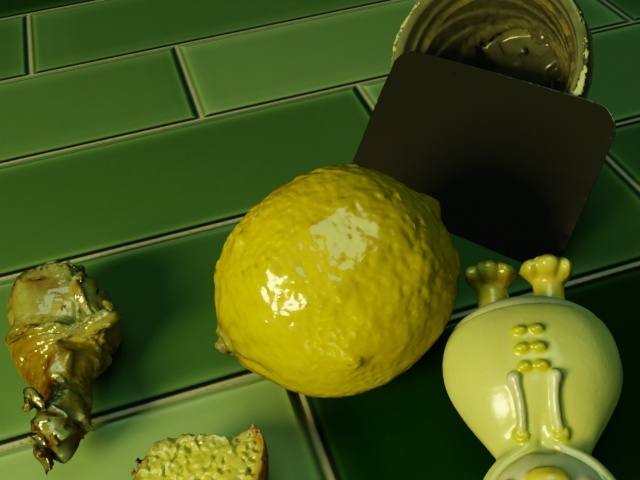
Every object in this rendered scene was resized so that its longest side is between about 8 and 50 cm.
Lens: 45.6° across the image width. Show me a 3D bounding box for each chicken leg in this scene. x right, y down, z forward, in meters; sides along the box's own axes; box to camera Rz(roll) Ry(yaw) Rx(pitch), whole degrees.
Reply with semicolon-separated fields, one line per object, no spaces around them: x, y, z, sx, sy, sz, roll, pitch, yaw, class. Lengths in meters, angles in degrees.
-0.228;0.101;0.688;0.103;0.088;0.228;-7;37;-21;chicken leg

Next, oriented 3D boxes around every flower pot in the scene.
0.212;-0.197;0.894;0.235;0.236;0.140;26;14;30;flower pot

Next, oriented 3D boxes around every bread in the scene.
-0.100;0.223;0.560;0.103;0.065;0.187;3;44;11;bread

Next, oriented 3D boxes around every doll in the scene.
0.169;0.138;0.584;0.141;0.117;0.296;-4;42;7;doll

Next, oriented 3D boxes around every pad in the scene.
0.165;-0.095;0.829;0.267;0.181;0.004;26;8;29;pad

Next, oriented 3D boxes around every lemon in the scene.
0.014;0.036;0.655;0.231;0.192;0.192;-33;48;-10;lemon

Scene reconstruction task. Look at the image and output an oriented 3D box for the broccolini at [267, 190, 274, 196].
-0.001;-0.006;0.808;0.054;0.052;0.194;-29;48;-19;broccolini
